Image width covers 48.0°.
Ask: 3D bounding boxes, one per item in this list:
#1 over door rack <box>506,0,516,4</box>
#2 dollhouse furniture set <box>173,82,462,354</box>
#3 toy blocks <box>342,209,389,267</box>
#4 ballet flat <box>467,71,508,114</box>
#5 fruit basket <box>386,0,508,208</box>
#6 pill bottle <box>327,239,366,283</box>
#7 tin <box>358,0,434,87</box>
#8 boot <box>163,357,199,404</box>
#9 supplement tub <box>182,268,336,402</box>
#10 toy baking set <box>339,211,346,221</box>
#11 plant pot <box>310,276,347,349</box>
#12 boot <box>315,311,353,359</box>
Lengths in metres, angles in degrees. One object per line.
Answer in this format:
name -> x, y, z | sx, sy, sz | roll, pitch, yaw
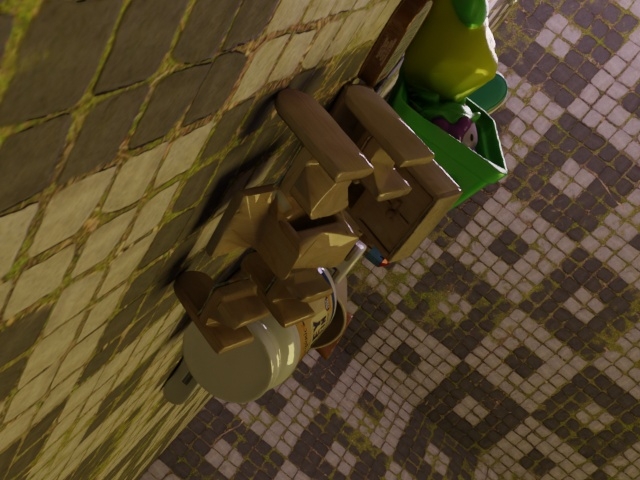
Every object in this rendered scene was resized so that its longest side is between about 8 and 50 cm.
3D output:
over door rack -> 0.366, -0.540, 1.542 | 0.324, 0.108, 0.239 | -52, 175, 4
dollhouse furniture set -> -0.013, -0.082, 1.077 | 0.394, 0.256, 0.362 | -16, 149, -46
toy blocks -> 0.178, -0.104, 2.154 | 0.381, 0.260, 0.191 | -50, 176, -22
ballet flat -> 0.263, -0.315, 1.742 | 0.400, 0.139, 0.139 | -25, 168, -16
fruit basket -> 0.252, -0.278, 1.380 | 0.392, 0.282, 0.392 | -54, -171, 12
pill bottle -> 0.000, 0.000, 1.617 | 0.112, 0.186, 0.112 | -51, 176, -5
tin -> 0.125, -0.334, 1.188 | 0.106, 0.040, 0.190 | -42, 170, -45
boot -> -0.289, 0.292, 1.771 | 0.258, 0.095, 0.123 | -44, -174, 27
supplement tub -> -0.119, 0.165, 1.471 | 0.228, 0.228, 0.316 | -54, 175, 31
toy baking set -> 0.041, -0.052, 1.756 | 0.030, 0.197, 0.256 | -21, 178, 0
plant pot -> -0.040, 0.083, 1.786 | 0.256, 0.256, 0.274 | -55, -168, 40
boot -> -0.090, 0.223, 1.894 | 0.264, 0.280, 0.096 | -49, 175, -30
